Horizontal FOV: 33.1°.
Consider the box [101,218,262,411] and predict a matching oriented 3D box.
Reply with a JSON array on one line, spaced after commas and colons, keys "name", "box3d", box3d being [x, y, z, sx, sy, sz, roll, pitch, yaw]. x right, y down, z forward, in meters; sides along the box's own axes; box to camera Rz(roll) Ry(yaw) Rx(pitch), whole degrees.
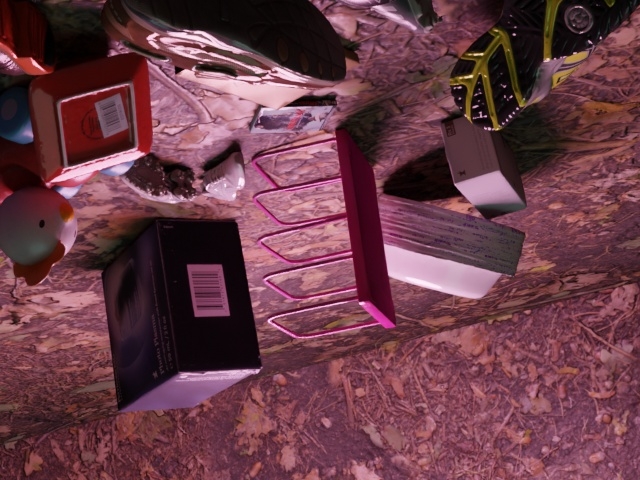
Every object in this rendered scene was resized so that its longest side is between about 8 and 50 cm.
[{"name": "box", "box3d": [-0.276, 0.150, 2.058, 0.182, 0.296, 0.294, 1, 158, -32]}]

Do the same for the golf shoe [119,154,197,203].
[{"name": "golf shoe", "box3d": [-0.278, -0.089, 1.728, 0.086, 0.069, 0.176, -14, 161, 29]}]

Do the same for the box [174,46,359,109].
[{"name": "box", "box3d": [-0.071, -0.240, 1.466, 0.164, 0.021, 0.201, -24, 158, 35]}]

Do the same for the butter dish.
[{"name": "butter dish", "box3d": [-0.308, -0.176, 1.386, 0.159, 0.118, 0.160, -19, 133, -25]}]

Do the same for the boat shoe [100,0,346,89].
[{"name": "boat shoe", "box3d": [-0.112, -0.249, 1.288, 0.324, 0.123, 0.116, 16, 153, -36]}]

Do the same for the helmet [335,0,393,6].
[{"name": "helmet", "box3d": [0.038, -0.323, 1.091, 0.169, 0.170, 0.161, -25, 174, 36]}]

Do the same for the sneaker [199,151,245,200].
[{"name": "sneaker", "box3d": [-0.160, -0.101, 1.771, 0.061, 0.054, 0.152, -1, 160, -18]}]

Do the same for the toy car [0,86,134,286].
[{"name": "toy car", "box3d": [-0.381, -0.055, 1.496, 0.210, 0.238, 0.219, -20, 159, 27]}]

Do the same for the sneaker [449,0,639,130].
[{"name": "sneaker", "box3d": [0.310, -0.297, 1.390, 0.147, 0.145, 0.384, -35, 176, -37]}]

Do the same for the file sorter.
[{"name": "file sorter", "box3d": [0.000, 0.000, 1.791, 0.182, 0.291, 0.202, -12, 162, 13]}]

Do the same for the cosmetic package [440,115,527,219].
[{"name": "cosmetic package", "box3d": [0.283, -0.125, 1.845, 0.085, 0.117, 0.231, -17, 162, 16]}]

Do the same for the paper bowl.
[{"name": "paper bowl", "box3d": [0.226, 0.017, 1.991, 0.284, 0.148, 0.284, 14, 180, 0]}]

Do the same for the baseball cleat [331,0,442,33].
[{"name": "baseball cleat", "box3d": [0.066, -0.306, 1.302, 0.109, 0.072, 0.206, -4, 161, 27]}]

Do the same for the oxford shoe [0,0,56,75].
[{"name": "oxford shoe", "box3d": [-0.387, -0.244, 1.174, 0.098, 0.097, 0.271, -8, 162, 10]}]

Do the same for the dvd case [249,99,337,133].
[{"name": "dvd case", "box3d": [-0.042, -0.189, 1.640, 0.119, 0.013, 0.087, -5, 161, -19]}]
